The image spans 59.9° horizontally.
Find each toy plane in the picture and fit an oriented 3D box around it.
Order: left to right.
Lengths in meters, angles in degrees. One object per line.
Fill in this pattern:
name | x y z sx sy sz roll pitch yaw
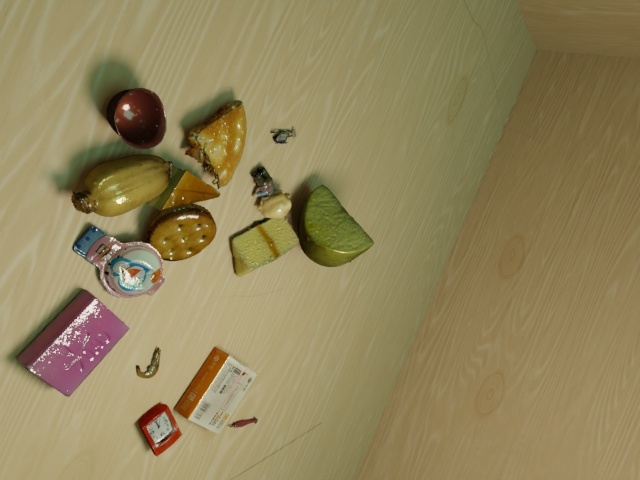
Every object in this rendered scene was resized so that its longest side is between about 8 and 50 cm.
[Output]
toy plane | -0.132 -0.376 2.007 0.121 0.031 0.049 -16 109 -43

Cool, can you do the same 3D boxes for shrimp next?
shrimp | -0.567 0.407 1.839 0.083 0.023 0.114 11 101 -49

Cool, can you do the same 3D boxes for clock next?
clock | -0.562 0.652 1.928 0.113 0.061 0.155 -36 128 -36

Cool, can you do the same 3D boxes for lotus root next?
lotus root | -0.541 -0.154 1.528 0.303 0.131 0.146 -32 106 -39

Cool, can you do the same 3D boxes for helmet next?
helmet | -0.507 -0.336 1.505 0.155 0.106 0.175 -59 143 -10

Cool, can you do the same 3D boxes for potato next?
potato | 0.000 0.000 2.149 0.213 0.330 0.280 -27 157 -28

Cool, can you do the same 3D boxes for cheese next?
cheese | -0.579 0.068 1.621 0.189 0.074 0.286 -49 128 -5

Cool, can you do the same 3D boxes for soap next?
soap | -0.694 0.291 1.582 0.259 0.081 0.181 -51 138 -23

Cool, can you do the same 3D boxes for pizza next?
pizza | -0.334 -0.310 1.746 0.229 0.081 0.289 -2 107 -57

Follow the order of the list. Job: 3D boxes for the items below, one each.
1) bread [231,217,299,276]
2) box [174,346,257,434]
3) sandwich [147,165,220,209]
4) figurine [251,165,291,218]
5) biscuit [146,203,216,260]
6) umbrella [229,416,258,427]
bread | -0.203 0.030 2.048 0.266 0.142 0.178 -31 144 -37
box | -0.383 0.564 2.076 0.274 0.091 0.221 -56 141 -18
sandwich | -0.421 -0.133 1.696 0.187 0.117 0.144 35 80 -54
figurine | -0.187 -0.166 1.996 0.114 0.108 0.196 -53 122 -36
biscuit | -0.427 -0.020 1.716 0.220 0.066 0.220 -22 144 -17
umbrella | -0.318 0.756 2.295 0.165 0.027 0.025 9 111 -53
